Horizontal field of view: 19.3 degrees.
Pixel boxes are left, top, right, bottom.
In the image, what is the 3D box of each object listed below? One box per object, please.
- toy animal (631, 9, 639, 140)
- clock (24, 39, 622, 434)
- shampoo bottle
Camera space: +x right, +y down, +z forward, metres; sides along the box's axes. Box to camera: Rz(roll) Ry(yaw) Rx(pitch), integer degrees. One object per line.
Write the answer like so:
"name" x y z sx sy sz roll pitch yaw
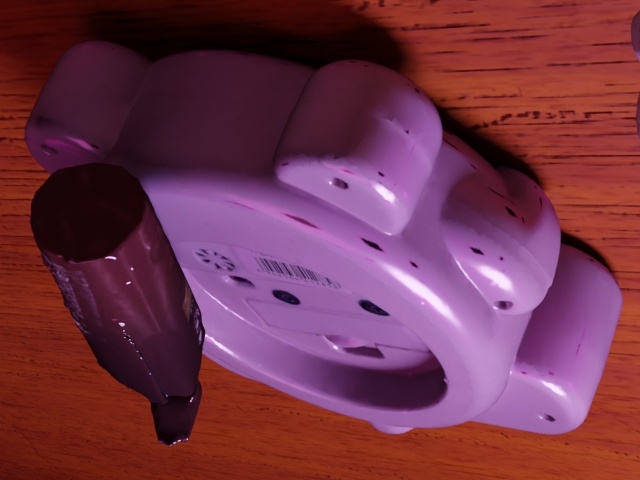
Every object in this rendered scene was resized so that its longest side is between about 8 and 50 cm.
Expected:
"toy animal" 0.204 -0.079 0.680 0.178 0.127 0.193 14 156 14
"clock" 0.000 0.000 1.103 0.295 0.113 0.322 8 155 32
"shampoo bottle" -0.102 0.041 1.052 0.067 0.068 0.236 17 156 17
